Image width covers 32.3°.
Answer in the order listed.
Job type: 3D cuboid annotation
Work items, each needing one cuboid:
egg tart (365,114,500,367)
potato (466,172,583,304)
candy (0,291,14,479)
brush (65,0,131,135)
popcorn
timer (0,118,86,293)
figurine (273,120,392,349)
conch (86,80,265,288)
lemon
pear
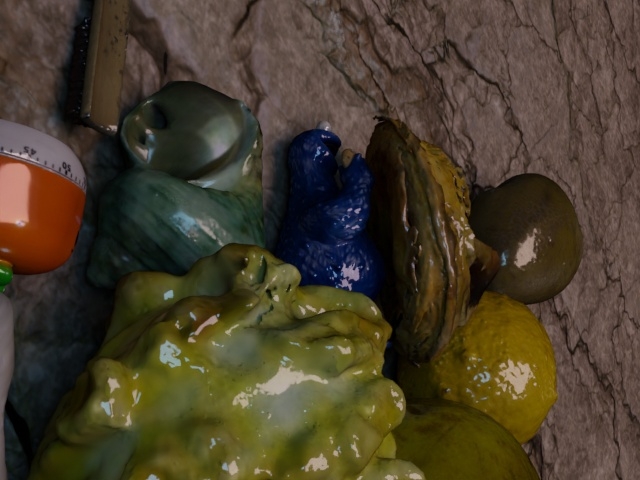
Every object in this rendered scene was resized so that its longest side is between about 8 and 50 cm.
[{"bbox_3d":[0.116,0.000,1.195,0.297,0.132,0.297,170,-90,-81],"label":"egg tart"},{"bbox_3d":[0.271,0.007,1.509,0.251,0.159,0.174,-27,84,-46],"label":"potato"},{"bbox_3d":[-0.297,0.137,0.556,0.386,0.186,0.426,81,22,-64],"label":"candy"},{"bbox_3d":[-0.185,-0.204,0.949,0.043,0.036,0.247,37,49,-54],"label":"brush"},{"bbox_3d":[-0.085,0.172,0.839,0.312,0.312,0.312,11,77,-56],"label":"popcorn"},{"bbox_3d":[-0.229,-0.018,0.793,0.136,0.099,0.136,16,67,-43],"label":"timer"},{"bbox_3d":[0.001,0.002,1.136,0.164,0.121,0.262,90,-8,-59],"label":"figurine"},{"bbox_3d":[-0.120,-0.033,0.945,0.176,0.122,0.188,47,42,-5],"label":"conch"},{"bbox_3d":[0.186,0.160,1.321,0.231,0.192,0.192,-80,148,-51],"label":"lemon"},{"bbox_3d":[0.107,0.292,1.119,0.321,0.269,0.269,34,57,-34],"label":"pear"}]
